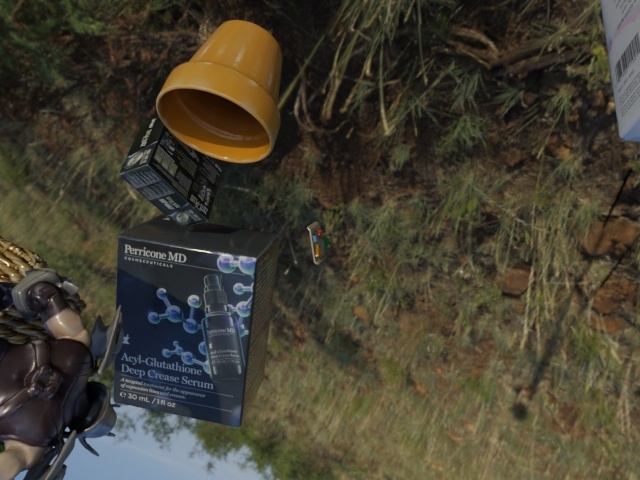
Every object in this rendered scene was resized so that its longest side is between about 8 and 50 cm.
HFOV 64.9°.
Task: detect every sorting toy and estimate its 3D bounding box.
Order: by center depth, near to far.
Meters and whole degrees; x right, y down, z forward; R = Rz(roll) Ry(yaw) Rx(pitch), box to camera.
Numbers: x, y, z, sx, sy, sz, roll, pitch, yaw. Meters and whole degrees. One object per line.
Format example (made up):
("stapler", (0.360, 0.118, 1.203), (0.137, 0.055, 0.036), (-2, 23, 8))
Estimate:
("sorting toy", (0.000, 0.000, 0.821), (0.012, 0.083, 0.062), (-10, 100, 17))

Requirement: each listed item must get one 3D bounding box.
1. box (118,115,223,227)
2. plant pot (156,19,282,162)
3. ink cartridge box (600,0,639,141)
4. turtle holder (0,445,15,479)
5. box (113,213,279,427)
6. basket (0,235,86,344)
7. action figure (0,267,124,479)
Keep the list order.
("box", (-0.293, -0.139, 1.016), (0.078, 0.147, 0.180), (-12, 142, 26))
("plant pot", (-0.155, -0.271, 0.885), (0.205, 0.188, 0.205), (14, 158, 6))
("ink cartridge box", (0.431, -0.282, 0.576), (0.117, 0.278, 0.201), (4, 158, 5))
("turtle holder", (-0.551, 0.369, 0.606), (0.320, 0.243, 0.227), (-6, -158, -31))
("box", (-0.273, 0.171, 1.133), (0.294, 0.395, 0.212), (9, -165, 6))
("basket", (-0.535, 0.093, 0.719), (0.299, 0.223, 0.213), (25, 153, 11))
("action figure", (-0.245, 0.073, 0.328), (0.099, 0.185, 0.285), (-26, 130, 22))
